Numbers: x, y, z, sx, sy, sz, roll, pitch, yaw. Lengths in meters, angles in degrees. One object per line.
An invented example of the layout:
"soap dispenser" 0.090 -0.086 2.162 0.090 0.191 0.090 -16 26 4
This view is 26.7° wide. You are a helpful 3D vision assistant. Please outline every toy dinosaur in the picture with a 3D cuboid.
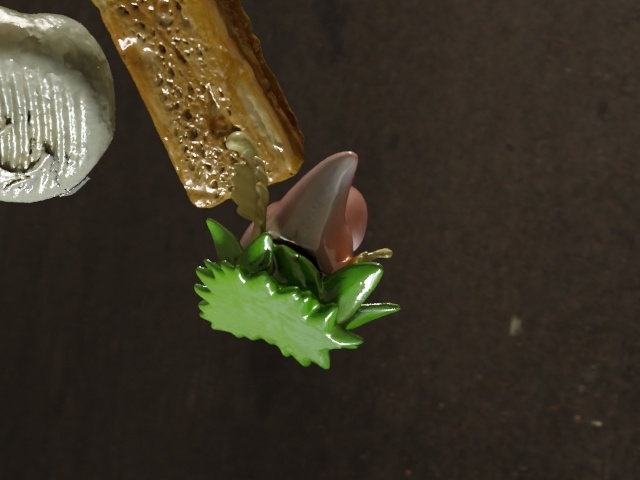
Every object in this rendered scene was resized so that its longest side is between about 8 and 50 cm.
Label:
"toy dinosaur" 0.007 0.001 1.041 0.194 0.152 0.177 84 -153 -53

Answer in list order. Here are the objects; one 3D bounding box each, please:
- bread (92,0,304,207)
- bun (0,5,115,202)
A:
"bread" -0.113 -0.169 1.274 0.139 0.270 0.077 -23 21 11
"bun" -0.380 -0.172 1.636 0.273 0.273 0.168 -55 29 33
